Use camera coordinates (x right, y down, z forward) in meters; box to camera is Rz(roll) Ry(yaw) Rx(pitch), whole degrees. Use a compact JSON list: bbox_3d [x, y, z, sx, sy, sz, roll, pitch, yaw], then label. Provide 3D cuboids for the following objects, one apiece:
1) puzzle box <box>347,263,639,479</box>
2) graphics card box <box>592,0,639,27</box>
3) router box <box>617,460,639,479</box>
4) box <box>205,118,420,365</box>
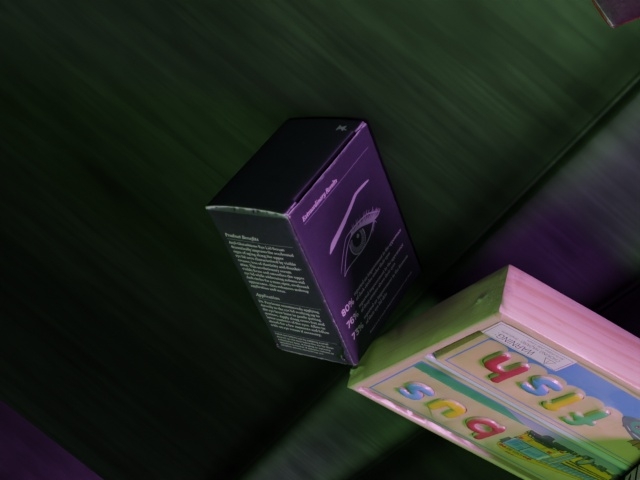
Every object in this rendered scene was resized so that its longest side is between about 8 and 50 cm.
[{"bbox_3d":[0.260,0.182,0.905,0.409,0.052,0.272,29,148,-14],"label":"puzzle box"},{"bbox_3d":[0.208,-0.242,0.318,0.233,0.094,0.371,47,146,-22],"label":"graphics card box"},{"bbox_3d":[0.432,0.325,0.900,0.308,0.081,0.243,17,147,4],"label":"router box"},{"bbox_3d":[0.000,0.000,0.933,0.108,0.153,0.207,7,133,38],"label":"box"}]
